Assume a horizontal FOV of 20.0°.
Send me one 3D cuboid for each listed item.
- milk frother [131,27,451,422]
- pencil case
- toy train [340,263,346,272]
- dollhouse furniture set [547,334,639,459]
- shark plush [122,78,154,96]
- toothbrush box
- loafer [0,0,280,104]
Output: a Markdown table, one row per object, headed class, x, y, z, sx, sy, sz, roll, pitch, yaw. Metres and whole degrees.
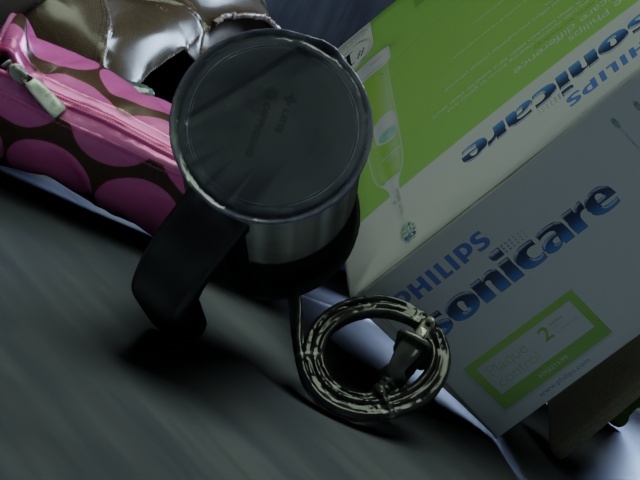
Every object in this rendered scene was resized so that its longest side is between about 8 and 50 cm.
| class | x | y | z | sx | sy | sz | roll | pitch | yaw |
| --- | --- | --- | --- | --- | --- | --- | --- | --- | --- |
| milk frother | 0.000 | 0.000 | 0.784 | 0.143 | 0.129 | 0.135 | 18 | -14 | 4 |
| pencil case | -0.094 | -0.047 | 0.991 | 0.209 | 0.095 | 0.098 | 23 | -23 | -3 |
| toy train | 0.036 | -0.011 | 1.190 | 0.105 | 0.080 | 0.184 | 19 | 7 | 33 |
| dollhouse furniture set | 0.263 | 0.128 | 1.007 | 0.301 | 0.151 | 0.197 | 40 | 25 | -17 |
| shark plush | -0.180 | -0.094 | 1.103 | 0.161 | 0.067 | 0.073 | 28 | 10 | 22 |
| toothbrush box | 0.118 | -0.063 | 0.973 | 0.122 | 0.206 | 0.283 | 45 | 17 | -22 |
| loafer | -0.123 | -0.114 | 1.284 | 0.130 | 0.134 | 0.366 | 50 | 24 | 10 |
